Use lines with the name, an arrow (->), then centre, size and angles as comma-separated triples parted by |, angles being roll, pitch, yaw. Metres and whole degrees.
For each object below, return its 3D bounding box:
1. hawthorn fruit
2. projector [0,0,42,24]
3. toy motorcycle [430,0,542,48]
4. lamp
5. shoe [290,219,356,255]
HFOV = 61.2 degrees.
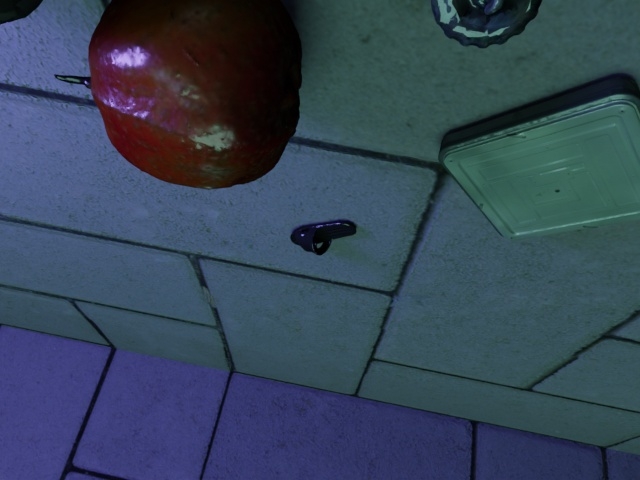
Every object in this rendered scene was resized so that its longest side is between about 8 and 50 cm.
hawthorn fruit -> -0.171, -0.183, 0.633 | 0.301, 0.254, 0.254 | 3, 150, 1
projector -> -0.442, -0.384, 0.401 | 0.396, 0.242, 0.405 | 5, 151, 10
toy motorcycle -> 0.099, -0.318, 0.431 | 0.327, 0.143, 0.188 | 42, 133, -18
lamp -> 0.347, -0.097, 0.794 | 0.267, 0.047, 0.269 | -13, 142, 39
shoe -> 0.000, 0.000, 1.091 | 0.159, 0.053, 0.062 | -15, 144, 35
